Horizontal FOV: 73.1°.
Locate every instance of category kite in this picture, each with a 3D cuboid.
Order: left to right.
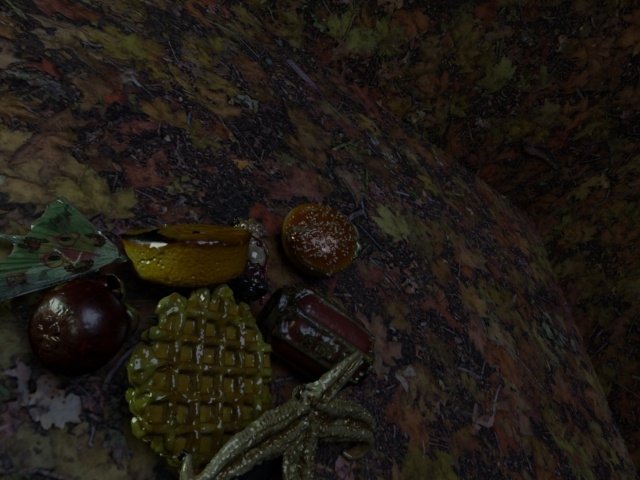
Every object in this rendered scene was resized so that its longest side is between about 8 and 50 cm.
[{"bbox_3d":[-0.470,0.010,0.740,0.267,0.013,0.323,11,34,-9],"label":"kite"}]

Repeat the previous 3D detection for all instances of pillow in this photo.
[{"bbox_3d":[-0.116,0.409,0.767,0.048,0.091,0.150,13,25,26],"label":"pillow"}]

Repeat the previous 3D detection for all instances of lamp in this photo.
[{"bbox_3d":[-0.171,0.026,1.012,0.118,0.118,0.254,24,45,-27],"label":"lamp"},{"bbox_3d":[-0.006,0.216,0.959,0.273,0.177,0.177,38,39,-13],"label":"lamp"}]

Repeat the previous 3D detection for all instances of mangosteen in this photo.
[{"bbox_3d":[-0.365,0.140,0.705,0.145,0.156,0.181,29,5,36],"label":"mangosteen"}]

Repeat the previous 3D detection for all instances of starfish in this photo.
[{"bbox_3d":[-0.036,0.389,0.775,0.431,0.082,0.325,-27,115,-50],"label":"starfish"}]

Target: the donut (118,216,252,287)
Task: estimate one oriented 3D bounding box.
[{"bbox_3d":[-0.258,0.013,0.848,0.253,0.253,0.119,-7,106,-46],"label":"donut"}]

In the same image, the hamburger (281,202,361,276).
[{"bbox_3d":[-0.003,-0.004,1.170,0.236,0.147,0.237,23,43,-24],"label":"hamburger"}]

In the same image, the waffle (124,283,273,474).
[{"bbox_3d":[-0.201,0.242,0.767,0.325,0.068,0.302,60,39,-14],"label":"waffle"}]
